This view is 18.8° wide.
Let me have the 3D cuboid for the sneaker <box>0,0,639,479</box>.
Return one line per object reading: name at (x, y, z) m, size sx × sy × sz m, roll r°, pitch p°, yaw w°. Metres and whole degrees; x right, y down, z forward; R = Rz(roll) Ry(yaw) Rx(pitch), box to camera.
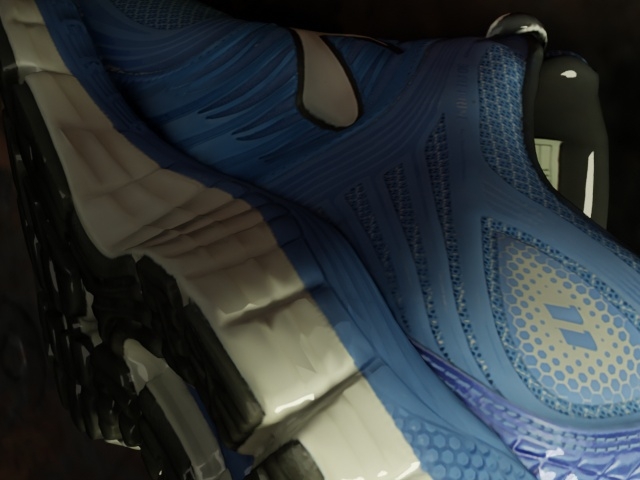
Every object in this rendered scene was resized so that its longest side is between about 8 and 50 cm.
sneaker at (0.000, 0.000, 0.544) m, size 0.330 × 0.147 × 0.130 m, roll -134°, pitch 33°, yaw -54°
